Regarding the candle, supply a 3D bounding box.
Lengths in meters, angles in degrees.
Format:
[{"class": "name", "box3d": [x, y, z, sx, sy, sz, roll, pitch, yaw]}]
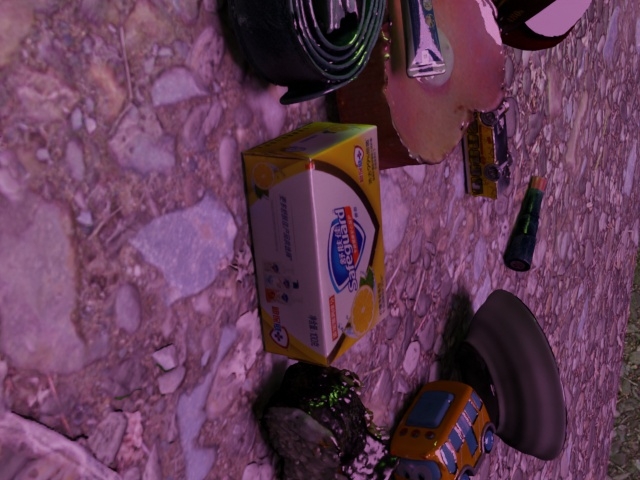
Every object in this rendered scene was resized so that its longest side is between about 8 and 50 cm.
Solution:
[{"class": "candle", "box3d": [0.115, -0.259, 1.180, 0.317, 0.131, 0.287, -52, 125, -37]}]

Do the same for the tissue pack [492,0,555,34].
[{"class": "tissue pack", "box3d": [0.313, -0.467, 1.210, 0.198, 0.370, 0.210, 16, 73, -18]}]

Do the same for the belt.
[{"class": "belt", "box3d": [-0.015, -0.282, 0.966, 0.206, 0.116, 0.268, 22, 75, -55]}]

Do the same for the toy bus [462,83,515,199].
[{"class": "toy bus", "box3d": [0.297, -0.188, 1.540, 0.081, 0.074, 0.226, -43, 131, -48]}]

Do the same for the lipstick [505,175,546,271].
[{"class": "lipstick", "box3d": [0.450, -0.042, 1.850, 0.053, 0.053, 0.234, 58, 45, -46]}]

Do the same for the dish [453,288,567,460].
[{"class": "dish", "box3d": [0.323, 0.253, 1.555, 0.106, 0.316, 0.317, -15, 116, -10]}]

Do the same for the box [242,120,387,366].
[{"class": "box", "box3d": [0.000, 0.000, 1.064, 0.168, 0.097, 0.265, -30, 121, -53]}]

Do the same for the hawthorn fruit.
[{"class": "hawthorn fruit", "box3d": [0.369, -0.417, 1.509, 0.251, 0.189, 0.190, 1, 95, -82]}]

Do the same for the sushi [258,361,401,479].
[{"class": "sushi", "box3d": [0.018, 0.252, 1.100, 0.115, 0.147, 0.213, -52, 133, -40]}]

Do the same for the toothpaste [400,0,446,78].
[{"class": "toothpaste", "box3d": [0.117, -0.302, 1.071, 0.057, 0.034, 0.197, -12, 97, -21]}]

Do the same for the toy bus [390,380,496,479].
[{"class": "toy bus", "box3d": [0.197, 0.330, 1.436, 0.209, 0.126, 0.136, -48, 126, -43]}]
